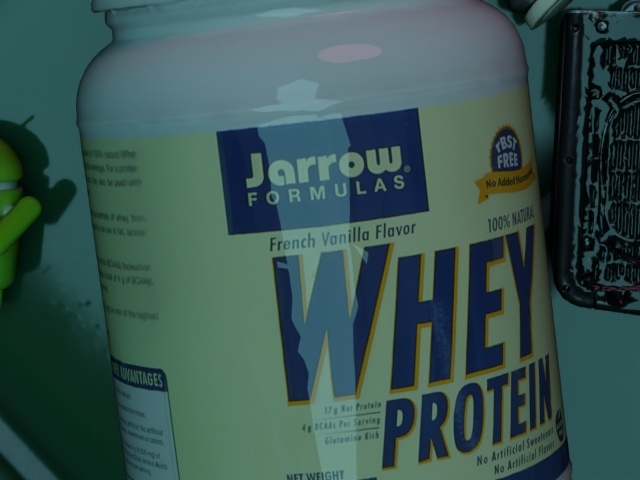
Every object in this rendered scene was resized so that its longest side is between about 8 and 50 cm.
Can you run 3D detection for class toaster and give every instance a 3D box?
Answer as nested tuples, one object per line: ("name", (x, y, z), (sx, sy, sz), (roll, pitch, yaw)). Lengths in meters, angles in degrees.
("toaster", (0.210, -0.037, 1.009), (0.168, 0.110, 0.185), (2, 97, 4))

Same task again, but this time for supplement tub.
("supplement tub", (0.000, 0.000, 0.964), (0.235, 0.235, 0.324), (-6, 97, 5))

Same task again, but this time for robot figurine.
("robot figurine", (-0.204, -0.012, 1.061), (0.101, 0.067, 0.115), (12, 100, 32))

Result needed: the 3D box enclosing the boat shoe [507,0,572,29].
("boat shoe", (0.157, -0.214, 0.989), (0.079, 0.084, 0.233), (33, 79, 2))
